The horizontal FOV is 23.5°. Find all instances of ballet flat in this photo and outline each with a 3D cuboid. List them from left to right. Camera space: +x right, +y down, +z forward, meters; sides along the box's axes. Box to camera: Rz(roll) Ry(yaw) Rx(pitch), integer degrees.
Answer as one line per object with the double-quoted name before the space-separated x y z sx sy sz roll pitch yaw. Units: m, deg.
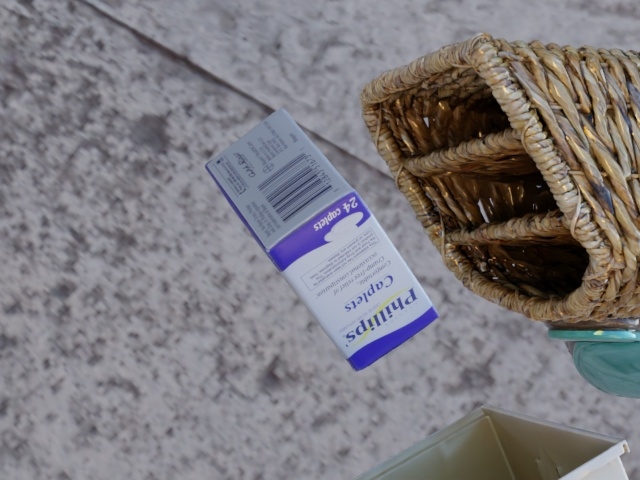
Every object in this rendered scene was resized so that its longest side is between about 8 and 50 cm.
"ballet flat" 0.329 0.053 1.662 0.483 0.164 0.182 35 56 -67

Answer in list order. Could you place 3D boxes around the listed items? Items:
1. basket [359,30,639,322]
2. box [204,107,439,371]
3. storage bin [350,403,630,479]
"basket" 0.169 -0.039 1.271 0.223 0.299 0.213 1 88 -18
"box" 0.000 0.000 1.053 0.072 0.126 0.137 -37 128 -1
"storage bin" 0.117 0.269 1.341 0.260 0.262 0.123 -27 100 -17
